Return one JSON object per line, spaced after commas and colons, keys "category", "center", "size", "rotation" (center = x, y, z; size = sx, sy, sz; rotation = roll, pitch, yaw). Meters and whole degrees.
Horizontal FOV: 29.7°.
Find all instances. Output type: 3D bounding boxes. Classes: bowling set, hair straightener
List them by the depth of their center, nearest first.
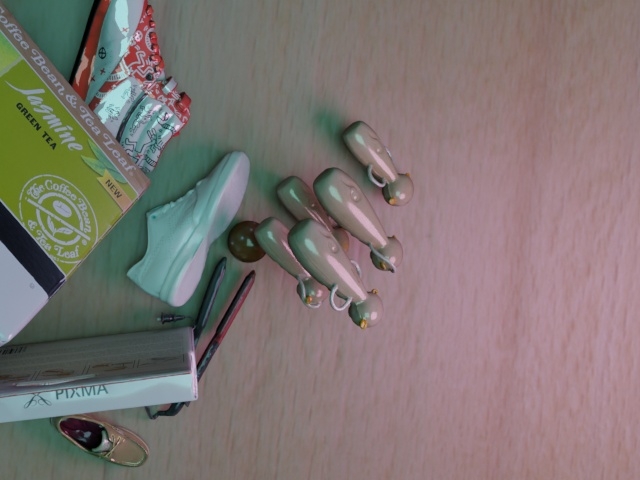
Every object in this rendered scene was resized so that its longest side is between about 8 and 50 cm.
{"category": "bowling set", "center": [0.000, 0.000, 1.517], "size": [0.154, 0.200, 0.287], "rotation": [50, 40, -19]}
{"category": "hair straightener", "center": [-0.171, 0.122, 1.534], "size": [0.089, 0.047, 0.230], "rotation": [28, 94, -8]}

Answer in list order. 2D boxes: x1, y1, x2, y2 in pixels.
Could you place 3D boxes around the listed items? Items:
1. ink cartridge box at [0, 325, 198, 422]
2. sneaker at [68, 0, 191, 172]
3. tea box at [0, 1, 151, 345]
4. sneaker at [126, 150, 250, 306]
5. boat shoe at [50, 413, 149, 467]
{"category": "ink cartridge box", "center": [-0.288, 0.166, 1.367], "size": [0.296, 0.261, 0.066], "rotation": [-6, 98, -6]}
{"category": "sneaker", "center": [-0.216, -0.216, 1.452], "size": [0.145, 0.090, 0.270], "rotation": [18, 95, -17]}
{"category": "tea box", "center": [-0.415, -0.064, 1.271], "size": [0.220, 0.323, 0.329], "rotation": [-29, 109, 34]}
{"category": "sneaker", "center": [-0.168, -0.029, 1.500], "size": [0.094, 0.080, 0.212], "rotation": [25, 77, 18]}
{"category": "boat shoe", "center": [-0.276, 0.252, 1.512], "size": [0.135, 0.045, 0.050], "rotation": [26, 89, -16]}
